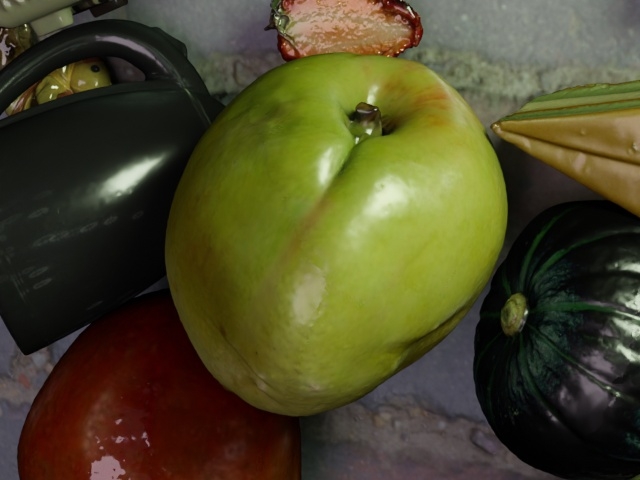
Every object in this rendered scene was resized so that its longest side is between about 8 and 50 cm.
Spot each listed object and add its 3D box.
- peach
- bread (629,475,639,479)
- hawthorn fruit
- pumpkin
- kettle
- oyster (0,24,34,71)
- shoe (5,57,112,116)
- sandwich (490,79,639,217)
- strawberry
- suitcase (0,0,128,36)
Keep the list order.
[{"bbox_3d":[0.005,-0.007,1.763,0.281,0.314,0.315,40,143,13],"label":"peach"},{"bbox_3d":[0.223,0.345,1.768,0.300,0.341,0.210,-36,82,31],"label":"bread"},{"bbox_3d":[-0.158,0.200,1.976,0.295,0.295,0.311,5,110,29],"label":"hawthorn fruit"},{"bbox_3d":[0.265,0.096,1.725,0.248,0.248,0.248,12,116,26],"label":"pumpkin"},{"bbox_3d":[-0.218,-0.072,1.912,0.290,0.207,0.268,-28,82,-6],"label":"kettle"},{"bbox_3d":[-0.443,-0.251,2.076,0.345,0.078,0.128,29,131,14],"label":"oyster"},{"bbox_3d":[-0.261,-0.145,2.010,0.109,0.072,0.069,-38,81,-8],"label":"shoe"},{"bbox_3d":[0.260,-0.057,1.707,0.187,0.117,0.144,-5,105,31],"label":"sandwich"},{"bbox_3d":[0.022,-0.198,1.834,0.152,0.048,0.104,7,107,13],"label":"strawberry"},{"bbox_3d":[-0.222,-0.380,1.809,0.351,0.194,0.339,-16,99,34],"label":"suitcase"}]
